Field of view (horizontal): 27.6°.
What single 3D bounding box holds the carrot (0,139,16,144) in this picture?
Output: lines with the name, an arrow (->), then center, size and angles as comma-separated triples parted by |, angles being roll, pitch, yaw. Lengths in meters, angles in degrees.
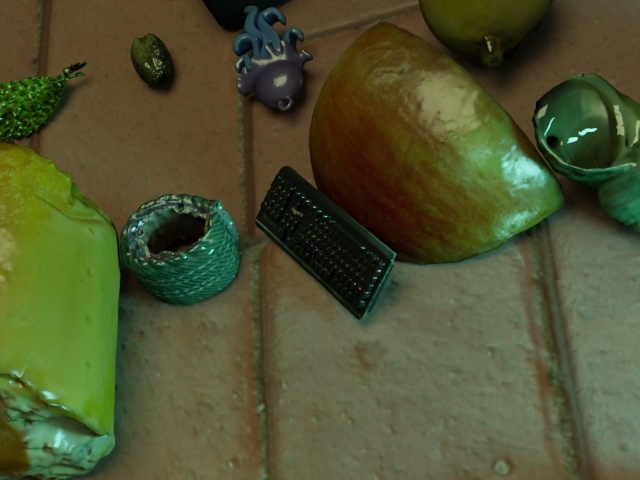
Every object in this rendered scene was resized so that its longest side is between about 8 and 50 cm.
carrot -> -0.391, -0.049, 1.744 | 0.069, 0.069, 0.228 | -34, 54, -3

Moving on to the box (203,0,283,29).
box -> -0.127, -0.405, 1.865 | 0.144, 0.090, 0.201 | -31, 52, -2

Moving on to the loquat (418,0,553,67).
loquat -> 0.209, -0.304, 1.631 | 0.172, 0.149, 0.204 | -10, 66, 10

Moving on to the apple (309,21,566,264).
apple -> 0.115, -0.113, 1.552 | 0.179, 0.254, 0.346 | -11, 40, -39

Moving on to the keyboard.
keyboard -> 0.000, 0.000, 1.556 | 0.230, 0.025, 0.093 | 40, 112, 41

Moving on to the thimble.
thimble -> -0.172, 0.010, 1.601 | 0.135, 0.090, 0.118 | -5, 59, 16

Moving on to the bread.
bread -> -0.426, 0.077, 1.526 | 0.361, 0.250, 0.394 | -9, 63, 15

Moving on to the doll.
doll -> -0.067, -0.247, 1.750 | 0.110, 0.067, 0.206 | -28, 53, 15

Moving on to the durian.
durian -> -0.435, -0.206, 1.862 | 0.215, 0.086, 0.100 | -10, 41, 17

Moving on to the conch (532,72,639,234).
conch -> 0.333, -0.092, 1.444 | 0.176, 0.122, 0.188 | -19, 56, -35

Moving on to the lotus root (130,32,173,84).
lotus root -> -0.235, -0.250, 1.827 | 0.054, 0.049, 0.099 | -24, 51, -6
